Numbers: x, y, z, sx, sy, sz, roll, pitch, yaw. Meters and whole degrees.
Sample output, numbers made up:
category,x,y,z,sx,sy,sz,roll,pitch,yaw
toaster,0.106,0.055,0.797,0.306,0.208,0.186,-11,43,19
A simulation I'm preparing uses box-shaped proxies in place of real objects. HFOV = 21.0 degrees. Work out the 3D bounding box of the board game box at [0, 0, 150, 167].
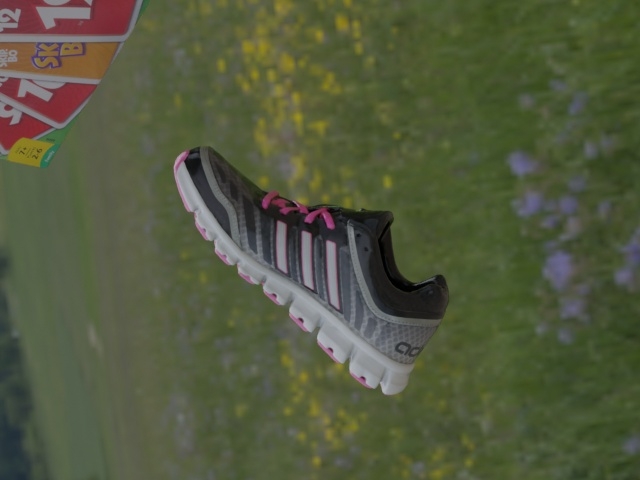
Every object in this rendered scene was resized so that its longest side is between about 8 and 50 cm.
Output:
category,x,y,z,sx,sy,sz,roll,pitch,yaw
board game box,-0.219,-0.111,0.828,0.124,0.259,0.039,-53,42,28

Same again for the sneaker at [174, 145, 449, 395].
category,x,y,z,sx,sy,sz,roll,pitch,yaw
sneaker,0.000,0.000,0.906,0.170,0.075,0.063,43,-167,2
